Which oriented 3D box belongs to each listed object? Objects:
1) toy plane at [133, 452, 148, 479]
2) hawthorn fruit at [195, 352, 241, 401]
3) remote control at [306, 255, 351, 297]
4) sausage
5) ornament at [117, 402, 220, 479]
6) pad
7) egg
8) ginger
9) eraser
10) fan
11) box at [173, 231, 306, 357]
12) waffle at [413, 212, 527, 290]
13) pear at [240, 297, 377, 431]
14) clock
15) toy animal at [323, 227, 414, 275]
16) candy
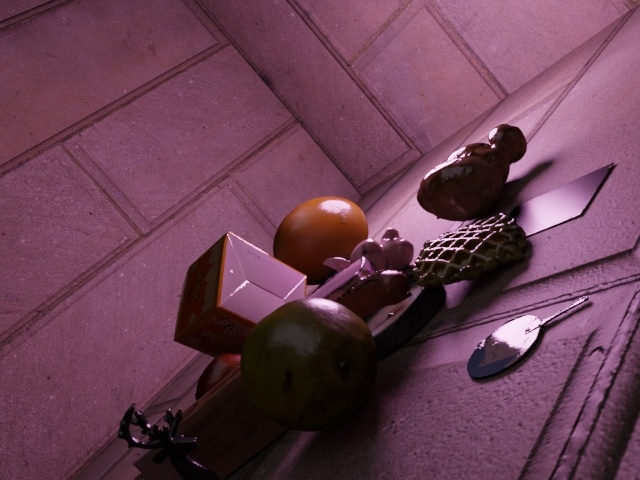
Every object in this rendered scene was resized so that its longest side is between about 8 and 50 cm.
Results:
[{"bbox_3d":[-0.387,0.534,1.394,0.229,0.092,0.244,-42,6,-37],"label":"toy plane"},{"bbox_3d":[-0.219,0.363,1.372,0.194,0.157,0.157,-63,14,-23],"label":"hawthorn fruit"},{"bbox_3d":[-0.015,0.185,1.769,0.399,0.062,0.144,-44,7,-24],"label":"remote control"},{"bbox_3d":[0.060,0.128,1.131,0.304,0.078,0.078,-37,7,46],"label":"sausage"},{"bbox_3d":[-0.265,0.385,0.960,0.202,0.236,0.080,-39,0,11],"label":"ornament"},{"bbox_3d":[0.402,-0.053,1.057,0.163,0.004,0.243,-44,6,-31],"label":"pad"},{"bbox_3d":[0.000,0.000,2.002,0.351,0.282,0.282,-33,7,17],"label":"egg"},{"bbox_3d":[0.363,-0.160,1.393,0.304,0.155,0.244,-45,5,-35],"label":"ginger"},{"bbox_3d":[-0.181,0.355,1.108,0.343,0.144,0.078,-39,7,8],"label":"eraser"},{"bbox_3d":[0.253,0.115,0.723,0.175,0.005,0.113,-38,6,27],"label":"fan"},{"bbox_3d":[-0.210,0.179,1.578,0.214,0.283,0.259,-38,35,34],"label":"box"},{"bbox_3d":[0.263,0.017,1.045,0.208,0.054,0.214,-25,14,24],"label":"waffle"},{"bbox_3d":[-0.016,0.194,0.919,0.212,0.212,0.269,-43,4,-22],"label":"pear"},{"bbox_3d":[0.135,0.143,1.111,0.226,0.049,0.226,-40,6,5],"label":"clock"},{"bbox_3d":[0.118,0.051,1.422,0.212,0.124,0.124,-19,-2,-19],"label":"toy animal"},{"bbox_3d":[0.027,0.165,1.339,0.265,0.116,0.155,-40,4,15],"label":"candy"}]
